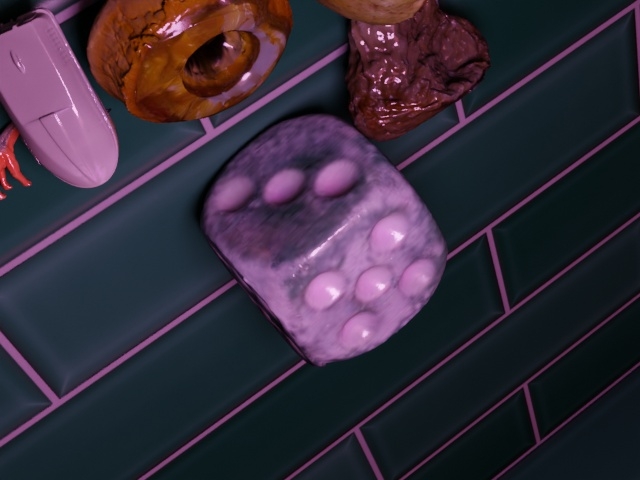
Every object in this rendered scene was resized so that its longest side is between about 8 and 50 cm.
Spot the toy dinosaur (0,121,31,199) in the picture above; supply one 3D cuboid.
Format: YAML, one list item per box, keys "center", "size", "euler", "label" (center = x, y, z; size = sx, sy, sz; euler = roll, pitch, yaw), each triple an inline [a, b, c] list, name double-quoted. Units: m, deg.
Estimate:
- center: [-0.489, -0.121, 1.477]
  size: [0.279, 0.055, 0.101]
  euler: [-40, 132, -25]
  label: "toy dinosaur"

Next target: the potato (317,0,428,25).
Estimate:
- center: [0.048, -0.481, 1.426]
  size: [0.212, 0.280, 0.331]
  euler: [-10, 115, -30]
  label: "potato"

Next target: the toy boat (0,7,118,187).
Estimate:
- center: [-0.395, -0.209, 1.422]
  size: [0.140, 0.141, 0.269]
  euler: [-36, 129, -10]
  label: "toy boat"

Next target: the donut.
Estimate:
- center: [-0.181, -0.307, 1.454]
  size: [0.330, 0.160, 0.330]
  euler: [-37, 152, -24]
  label: "donut"

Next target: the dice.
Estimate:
- center: [0.000, 0.000, 1.743]
  size: [0.348, 0.328, 0.330]
  euler: [-43, 136, -3]
  label: "dice"

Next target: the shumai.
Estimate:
- center: [0.136, -0.353, 1.740]
  size: [0.346, 0.217, 0.283]
  euler: [-44, 105, -29]
  label: "shumai"
